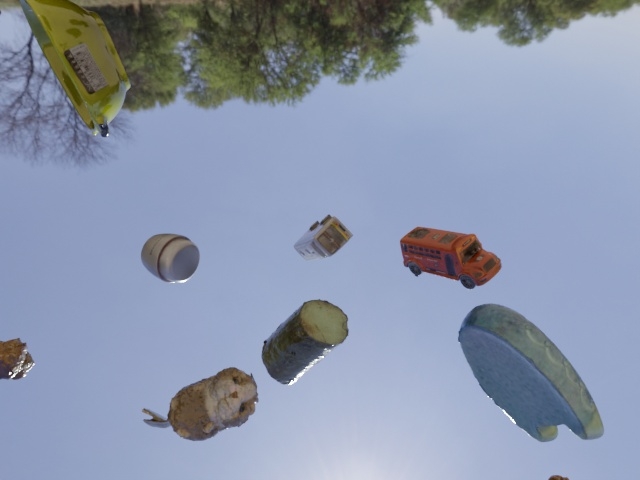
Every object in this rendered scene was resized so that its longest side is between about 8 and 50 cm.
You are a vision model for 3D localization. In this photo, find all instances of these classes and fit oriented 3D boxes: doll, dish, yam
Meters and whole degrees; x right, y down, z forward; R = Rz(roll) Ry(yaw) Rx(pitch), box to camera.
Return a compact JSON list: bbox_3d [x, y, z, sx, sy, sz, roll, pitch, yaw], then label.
[{"bbox_3d":[-0.216,0.312,0.789,0.222,0.115,0.105,-26,-99,5],"label":"doll"},{"bbox_3d":[-0.444,-0.339,0.817,0.108,0.262,0.221,-32,-151,-23],"label":"dish"},{"bbox_3d":[-0.060,0.304,1.262,0.168,0.304,0.167,26,-142,-23],"label":"yam"}]

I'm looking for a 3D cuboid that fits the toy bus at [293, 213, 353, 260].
[{"bbox_3d":[0.000,0.000,1.234,0.092,0.268,0.106,46,-106,-8],"label":"toy bus"}]

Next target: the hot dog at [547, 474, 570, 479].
[{"bbox_3d":[0.557,0.636,1.011,0.045,0.164,0.071,10,-177,3],"label":"hot dog"}]

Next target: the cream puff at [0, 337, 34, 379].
[{"bbox_3d":[-0.812,0.308,1.119,0.122,0.116,0.094,54,-158,-8],"label":"cream puff"}]

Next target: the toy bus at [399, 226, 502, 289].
[{"bbox_3d":[0.436,0.048,1.462,0.143,0.153,0.329,-33,-153,-27],"label":"toy bus"}]

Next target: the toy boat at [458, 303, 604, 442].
[{"bbox_3d":[0.445,0.273,0.923,0.123,0.215,0.329,-33,-104,-27],"label":"toy boat"}]

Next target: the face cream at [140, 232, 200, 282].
[{"bbox_3d":[-0.356,0.040,1.019,0.104,0.117,0.117,16,-144,27],"label":"face cream"}]
